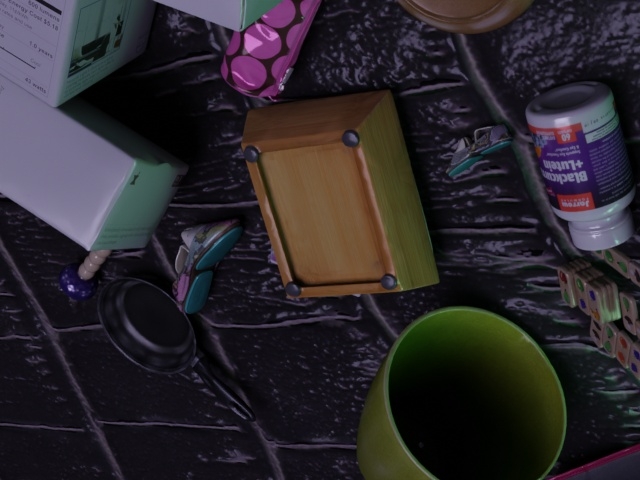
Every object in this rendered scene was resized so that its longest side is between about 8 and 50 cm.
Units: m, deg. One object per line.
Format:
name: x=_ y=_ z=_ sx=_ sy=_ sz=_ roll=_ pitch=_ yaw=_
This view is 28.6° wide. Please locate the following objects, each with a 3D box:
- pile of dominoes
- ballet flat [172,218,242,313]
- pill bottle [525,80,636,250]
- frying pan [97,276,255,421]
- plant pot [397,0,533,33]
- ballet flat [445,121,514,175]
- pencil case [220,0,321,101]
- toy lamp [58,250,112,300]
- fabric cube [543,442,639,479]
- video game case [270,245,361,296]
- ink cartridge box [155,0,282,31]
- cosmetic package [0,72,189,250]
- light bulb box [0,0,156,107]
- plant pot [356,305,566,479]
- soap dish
pile of dominoes: x=0.386 y=0.108 z=1.599 sx=0.251 sy=0.040 sz=0.196 roll=-132 pitch=23 yaw=-59
ballet flat: x=-0.194 y=0.026 z=2.001 sx=0.079 sy=0.077 sz=0.221 roll=50 pitch=136 yaw=21
pill bottle: x=0.329 y=-0.090 z=1.558 sx=0.108 sy=0.108 sz=0.193 roll=-4 pitch=117 yaw=34
frying pan: x=-0.234 y=0.164 z=2.128 sx=0.326 sy=0.053 sz=0.197 roll=22 pitch=129 yaw=16
plant pot: x=0.162 y=-0.358 z=1.535 sx=0.236 sy=0.032 sz=0.236 roll=16 pitch=127 yaw=22
ballet flat: x=0.207 y=-0.125 z=1.666 sx=0.114 sy=0.041 sz=0.041 roll=-31 pitch=101 yaw=41
pencil case: x=-0.056 y=-0.289 z=1.680 sx=0.098 sy=0.095 sz=0.209 roll=47 pitch=135 yaw=22
toy lamp: x=-0.352 y=0.001 z=2.074 sx=0.080 sy=0.080 sz=0.275 roll=45 pitch=133 yaw=-2
fabric cube: x=0.424 y=0.476 z=1.735 sx=0.259 sy=0.254 sz=0.258 roll=-24 pitch=108 yaw=15
video game case: x=0.000 y=0.000 z=1.890 sx=0.157 sy=0.019 sz=0.143 roll=21 pitch=129 yaw=18
ink cartridge box: x=-0.108 y=-0.383 z=1.513 sx=0.211 sy=0.289 sz=0.121 roll=22 pitch=129 yaw=19
cosmetic package: x=-0.409 y=-0.145 z=1.831 sx=0.385 sy=0.217 sz=0.156 roll=34 pitch=99 yaw=13
light bulb box: x=-0.403 y=-0.442 z=1.704 sx=0.358 sy=0.225 sz=0.361 roll=32 pitch=131 yaw=11
plant pot: x=0.166 y=0.275 z=1.835 sx=0.275 sy=0.275 sz=0.293 roll=41 pitch=148 yaw=2
soap dish: x=0.023 y=-0.053 z=1.754 sx=0.229 sy=0.118 sz=0.290 roll=-4 pitch=112 yaw=30
